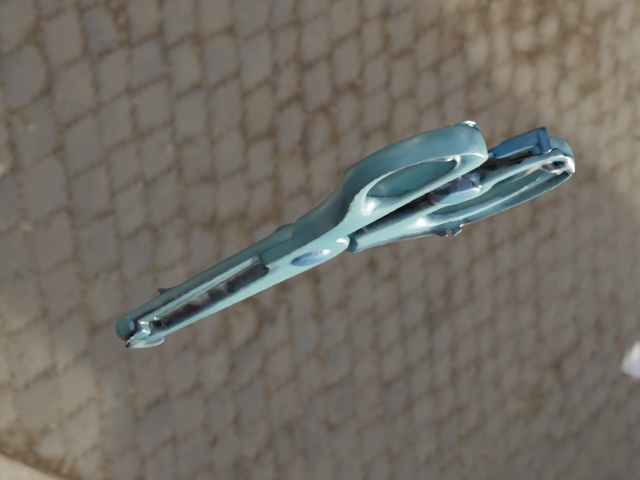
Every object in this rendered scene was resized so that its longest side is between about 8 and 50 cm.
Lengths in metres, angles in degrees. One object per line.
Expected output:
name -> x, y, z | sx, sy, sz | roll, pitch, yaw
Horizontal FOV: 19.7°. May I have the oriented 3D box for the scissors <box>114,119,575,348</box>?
scissors -> 0.000, -0.001, 1.311 | 0.180, 0.393, 0.032 | 10, 60, -52
